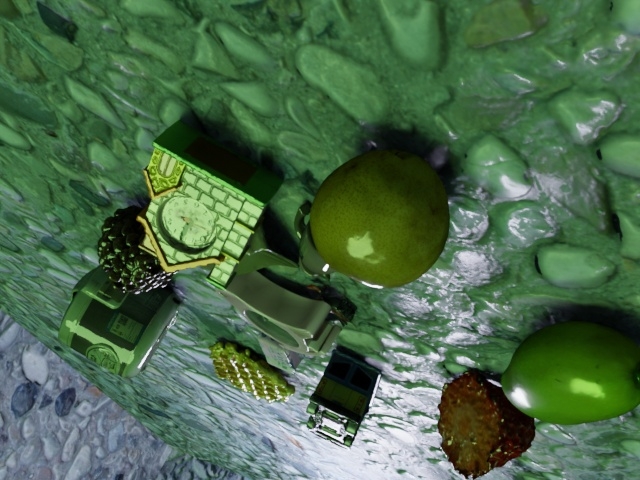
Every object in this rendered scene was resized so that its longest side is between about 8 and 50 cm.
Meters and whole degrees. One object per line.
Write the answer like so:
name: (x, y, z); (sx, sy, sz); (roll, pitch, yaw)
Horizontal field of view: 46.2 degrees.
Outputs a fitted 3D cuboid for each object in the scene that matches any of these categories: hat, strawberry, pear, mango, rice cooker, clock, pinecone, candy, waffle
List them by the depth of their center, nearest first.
pear: (0.091, -0.038, 1.110); (0.208, 0.209, 0.209); (22, 152, 13)
mango: (0.419, 0.237, 1.306); (0.192, 0.156, 0.343); (32, 154, -4)
clock: (-0.222, -0.046, 1.361); (0.219, 0.106, 0.255); (29, 123, 0)
hat: (-0.165, -0.010, 1.538); (0.214, 0.149, 0.244); (-7, 174, 24)
strawberry: (0.376, 0.396, 1.647); (0.178, 0.234, 0.234); (6, 164, -29)
pinecone: (-0.410, 0.015, 1.676); (0.204, 0.184, 0.179); (32, 117, 33)
clock: (-0.086, 0.159, 1.689); (0.275, 0.080, 0.290); (42, 158, -24)
candy: (-0.098, 0.277, 1.952); (0.092, 0.073, 0.160); (23, 153, 21)
rice cooker: (-0.551, 0.207, 2.044); (0.277, 0.288, 0.288); (31, 153, -4)
waffle: (-0.226, 0.409, 2.316); (0.307, 0.060, 0.312); (37, 150, -13)

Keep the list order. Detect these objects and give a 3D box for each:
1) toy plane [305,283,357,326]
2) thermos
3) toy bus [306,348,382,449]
toy plane: (0.029, 0.138, 1.637); (0.145, 0.037, 0.060); (43, 153, -26)
thermos: (0.000, 0.000, 1.380); (0.137, 0.105, 0.193); (54, 161, 7)
toy bus: (0.056, 0.417, 1.933); (0.138, 0.175, 0.288); (23, 153, 10)
